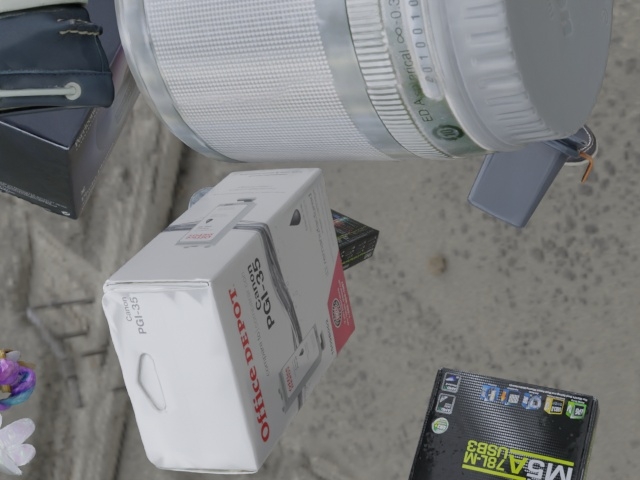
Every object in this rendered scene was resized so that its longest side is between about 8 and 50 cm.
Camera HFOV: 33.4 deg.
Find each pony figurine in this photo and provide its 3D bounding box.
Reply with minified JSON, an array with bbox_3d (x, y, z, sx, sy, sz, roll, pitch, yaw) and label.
[{"bbox_3d":[-0.540,0.185,1.438,0.351,0.364,0.302,-25,74,61],"label":"pony figurine"}]

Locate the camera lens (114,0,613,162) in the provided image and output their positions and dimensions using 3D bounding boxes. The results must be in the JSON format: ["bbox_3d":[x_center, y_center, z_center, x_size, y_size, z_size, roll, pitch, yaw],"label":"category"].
[{"bbox_3d":[0.024,-0.160,0.685,0.274,0.219,0.219,2,98,32],"label":"camera lens"}]

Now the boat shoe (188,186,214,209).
[{"bbox_3d":[-0.120,0.051,1.729,0.302,0.109,0.094,55,160,14],"label":"boat shoe"}]

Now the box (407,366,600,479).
[{"bbox_3d":[0.203,0.249,1.204,0.191,0.045,0.184,9,63,23],"label":"box"}]

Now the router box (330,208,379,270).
[{"bbox_3d":[0.000,0.000,1.270,0.092,0.122,0.038,27,116,24],"label":"router box"}]

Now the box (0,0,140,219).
[{"bbox_3d":[-0.386,-0.230,1.593,0.294,0.183,0.296,117,175,-70],"label":"box"}]

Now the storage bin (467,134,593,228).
[{"bbox_3d":[0.184,-0.063,0.951,0.098,0.135,0.091,28,103,8],"label":"storage bin"}]

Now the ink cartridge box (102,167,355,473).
[{"bbox_3d":[-0.078,0.072,1.073,0.117,0.283,0.207,-2,114,23],"label":"ink cartridge box"}]

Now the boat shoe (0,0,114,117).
[{"bbox_3d":[-0.234,-0.068,0.544,0.095,0.255,0.079,-176,69,-74],"label":"boat shoe"}]

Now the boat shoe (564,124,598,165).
[{"bbox_3d":[0.263,-0.167,1.362,0.206,0.075,0.065,38,170,22],"label":"boat shoe"}]
